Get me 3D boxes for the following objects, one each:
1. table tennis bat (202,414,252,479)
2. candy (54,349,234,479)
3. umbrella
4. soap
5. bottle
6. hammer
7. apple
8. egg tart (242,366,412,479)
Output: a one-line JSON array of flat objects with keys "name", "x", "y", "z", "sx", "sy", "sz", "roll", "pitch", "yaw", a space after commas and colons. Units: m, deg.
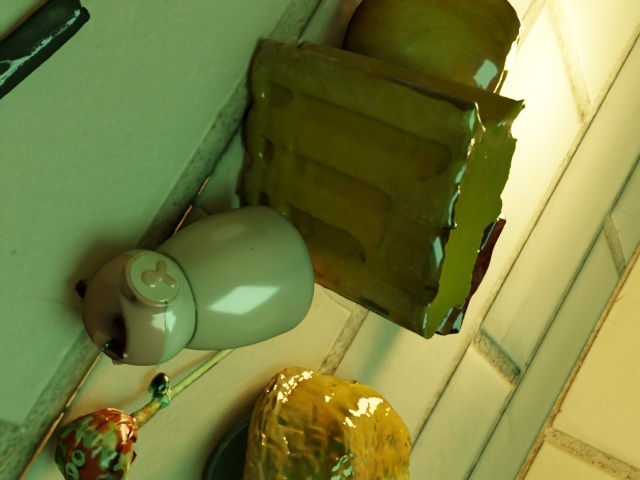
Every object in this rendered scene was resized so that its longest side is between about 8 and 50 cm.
[{"name": "table tennis bat", "x": -0.081, "y": 0.319, "z": 1.184, "sx": 0.244, "sy": 0.040, "sz": 0.153, "roll": -5, "pitch": 111, "yaw": -52}, {"name": "candy", "x": -0.180, "y": 0.186, "z": 0.923, "sx": 0.287, "sy": 0.084, "sz": 0.078, "roll": -34, "pitch": 134, "yaw": -50}, {"name": "umbrella", "x": -0.237, "y": -0.150, "z": 0.635, "sx": 0.133, "sy": 0.031, "sz": 0.036, "roll": -51, "pitch": 120, "yaw": -20}, {"name": "soap", "x": 0.048, "y": -0.065, "z": 0.871, "sx": 0.143, "sy": 0.281, "sz": 0.259, "roll": -23, "pitch": 131, "yaw": -49}, {"name": "bottle", "x": -0.135, "y": 0.054, "z": 0.828, "sx": 0.236, "sy": 0.147, "sz": 0.148, "roll": -16, "pitch": 125, "yaw": -41}, {"name": "hammer", "x": 0.162, "y": 0.006, "z": 1.273, "sx": 0.408, "sy": 0.095, "sz": 0.243, "roll": 28, "pitch": 89, "yaw": -56}, {"name": "apple", "x": 0.140, "y": -0.210, "z": 0.974, "sx": 0.237, "sy": 0.207, "sz": 0.237, "roll": -37, "pitch": 141, "yaw": -36}, {"name": "egg tart", "x": 0.023, "y": 0.342, "z": 1.142, "sx": 0.351, "sy": 0.153, "sz": 0.340, "roll": 35, "pitch": 55, "yaw": -49}]
